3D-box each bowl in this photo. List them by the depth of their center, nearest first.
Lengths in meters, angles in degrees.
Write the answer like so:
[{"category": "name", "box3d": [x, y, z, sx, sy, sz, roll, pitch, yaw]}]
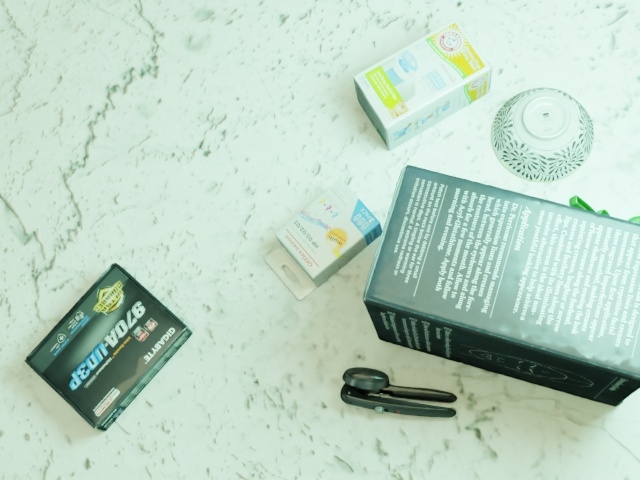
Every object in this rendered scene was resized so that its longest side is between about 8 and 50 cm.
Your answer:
[{"category": "bowl", "box3d": [0.367, -0.188, 1.644, 0.170, 0.080, 0.170, -2, 73, 8]}]

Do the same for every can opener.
[{"category": "can opener", "box3d": [0.121, 0.246, 1.561, 0.186, 0.073, 0.059, 14, 68, 2]}]

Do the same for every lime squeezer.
[{"category": "lime squeezer", "box3d": [0.494, -0.028, 1.575, 0.310, 0.110, 0.059, 10, 54, -21]}]

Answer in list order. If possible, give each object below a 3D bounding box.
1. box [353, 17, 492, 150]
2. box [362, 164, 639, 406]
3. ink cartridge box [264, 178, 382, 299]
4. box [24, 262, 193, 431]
[{"category": "box", "box3d": [0.172, -0.261, 1.678, 0.203, 0.103, 0.114, -30, 73, -2]}, {"category": "box", "box3d": [0.287, 0.075, 1.465, 0.395, 0.293, 0.212, 16, 77, 11]}, {"category": "ink cartridge box", "box3d": [0.000, 0.000, 1.645, 0.181, 0.061, 0.104, -40, 73, -5]}, {"category": "box", "box3d": [-0.347, 0.174, 1.644, 0.175, 0.051, 0.220, 40, 82, 16]}]
